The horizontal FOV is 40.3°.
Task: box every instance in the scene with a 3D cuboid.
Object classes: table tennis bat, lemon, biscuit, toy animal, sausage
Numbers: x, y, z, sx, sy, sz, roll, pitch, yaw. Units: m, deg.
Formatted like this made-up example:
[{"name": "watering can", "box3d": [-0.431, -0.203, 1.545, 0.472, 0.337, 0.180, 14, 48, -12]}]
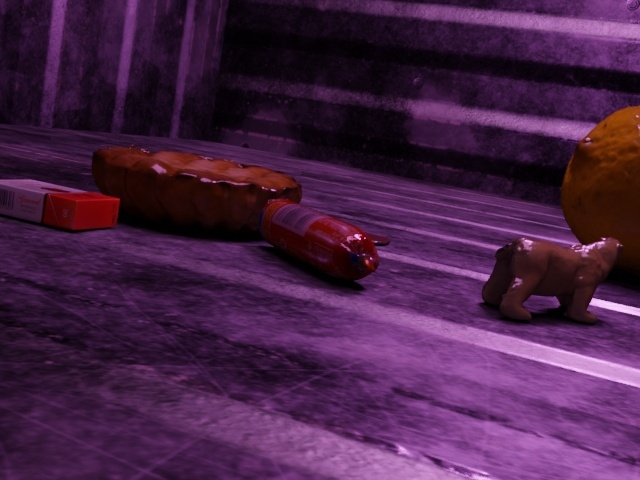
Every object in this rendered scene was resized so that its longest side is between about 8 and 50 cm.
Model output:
[{"name": "table tennis bat", "box3d": [0.066, -0.003, 1.450, 0.087, 0.013, 0.156, 14, 7, 16]}, {"name": "lemon", "box3d": [0.600, -0.083, 1.555, 0.335, 0.336, 0.336, 9, 8, -1]}, {"name": "biscuit", "box3d": [-0.192, -0.078, 1.357, 0.325, 0.107, 0.326, 8, 11, -2]}, {"name": "toy animal", "box3d": [0.291, 0.041, 1.066, 0.218, 0.101, 0.103, 5, 7, -27]}, {"name": "sausage", "box3d": [0.000, 0.000, 1.131, 0.074, 0.074, 0.274, 5, 8, -27]}]

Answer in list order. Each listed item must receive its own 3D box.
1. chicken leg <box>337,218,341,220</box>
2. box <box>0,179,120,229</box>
[{"name": "chicken leg", "box3d": [0.020, -0.018, 1.382, 0.062, 0.037, 0.145, -8, 8, -6]}, {"name": "box", "box3d": [-0.361, -0.049, 1.164, 0.152, 0.048, 0.100, 10, 9, 19]}]
